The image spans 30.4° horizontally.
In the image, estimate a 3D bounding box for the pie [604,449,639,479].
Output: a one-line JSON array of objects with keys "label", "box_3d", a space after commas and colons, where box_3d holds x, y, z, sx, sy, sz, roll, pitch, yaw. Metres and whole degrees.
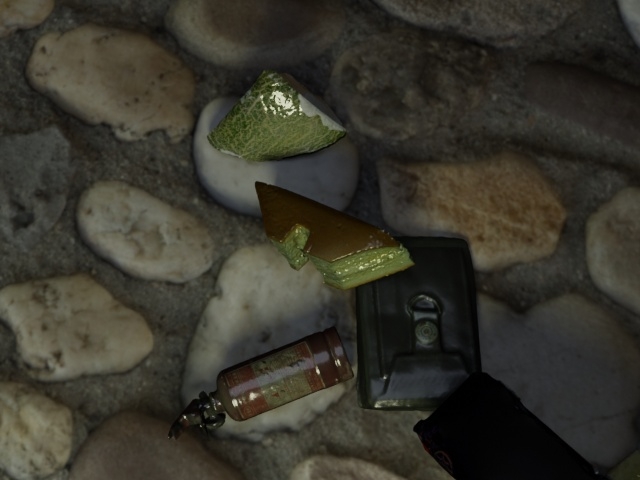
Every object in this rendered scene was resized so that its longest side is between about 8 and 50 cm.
[{"label": "pie", "box_3d": [0.477, 0.412, 1.444, 0.338, 0.075, 0.337, -2, 72, 5]}]

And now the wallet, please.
[{"label": "wallet", "box_3d": [0.128, 0.107, 1.582, 0.169, 0.052, 0.245, -2, 69, -1]}]

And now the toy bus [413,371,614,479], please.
[{"label": "toy bus", "box_3d": [0.259, 0.292, 1.419, 0.127, 0.147, 0.303, -47, 58, -4]}]

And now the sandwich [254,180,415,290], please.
[{"label": "sandwich", "box_3d": [0.000, 0.000, 1.581, 0.244, 0.090, 0.088, 25, 78, 29]}]

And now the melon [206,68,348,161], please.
[{"label": "melon", "box_3d": [-0.068, -0.189, 1.661, 0.203, 0.139, 0.093, -8, 49, 3]}]

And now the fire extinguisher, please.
[{"label": "fire extinguisher", "box_3d": [-0.083, 0.190, 1.529, 0.252, 0.106, 0.075, -20, 91, -5]}]
